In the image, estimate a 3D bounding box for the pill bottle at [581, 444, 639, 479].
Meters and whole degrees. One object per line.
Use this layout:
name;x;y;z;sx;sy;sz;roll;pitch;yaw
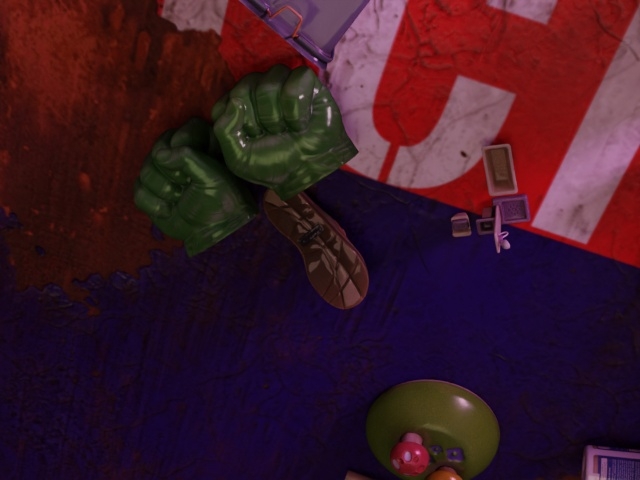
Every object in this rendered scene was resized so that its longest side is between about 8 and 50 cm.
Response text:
pill bottle;0.408;0.308;1.372;0.120;0.067;0.067;4;124;10

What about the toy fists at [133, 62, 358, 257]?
toy fists;-0.099;-0.093;1.184;0.279;0.096;0.142;-30;98;29

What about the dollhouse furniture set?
dollhouse furniture set;0.183;-0.044;1.170;0.091;0.081;0.114;-6;122;16

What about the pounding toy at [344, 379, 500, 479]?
pounding toy;0.137;0.308;1.404;0.183;0.110;0.236;19;125;-1

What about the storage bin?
storage bin;-0.015;-0.256;1.068;0.135;0.098;0.091;38;112;-14

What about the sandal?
sandal;0.000;0.000;1.266;0.072;0.049;0.180;-35;96;23
